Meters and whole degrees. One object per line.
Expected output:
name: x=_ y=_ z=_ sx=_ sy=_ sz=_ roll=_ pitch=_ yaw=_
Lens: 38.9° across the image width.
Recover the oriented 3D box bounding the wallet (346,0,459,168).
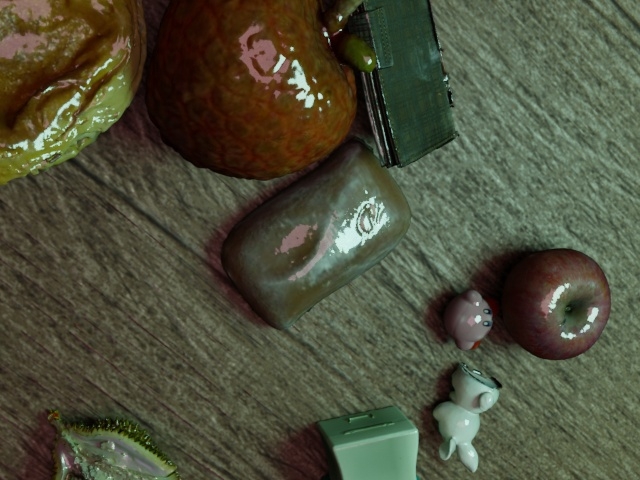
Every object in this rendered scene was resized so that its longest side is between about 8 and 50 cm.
wallet: x=0.090 y=-0.259 z=1.115 sx=0.169 sy=0.044 sz=0.317 roll=-32 pitch=112 yaw=-49

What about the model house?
model house: x=0.069 y=0.314 z=1.216 sx=0.127 sy=0.100 sz=0.149 roll=-9 pitch=99 yaw=-11

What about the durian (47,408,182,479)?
durian: x=-0.272 y=0.290 z=1.140 sx=0.208 sy=0.102 sz=0.146 roll=40 pitch=86 yaw=7

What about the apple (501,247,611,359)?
apple: x=0.316 y=0.083 z=1.226 sx=0.153 sy=0.120 sz=0.153 roll=-4 pitch=99 yaw=-22

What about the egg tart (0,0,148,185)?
egg tart: x=-0.367 y=-0.229 z=0.977 sx=0.352 sy=0.150 sz=0.352 roll=1 pitch=88 yaw=-26

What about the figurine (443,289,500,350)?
figurine: x=0.200 y=0.108 z=1.229 sx=0.067 sy=0.071 sz=0.083 roll=14 pitch=88 yaw=26

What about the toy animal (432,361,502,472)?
toy animal: x=0.200 y=0.242 z=1.251 sx=0.071 sy=0.085 sz=0.124 roll=25 pitch=99 yaw=-33

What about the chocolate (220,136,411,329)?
chocolate: x=0.001 y=-0.001 z=1.156 sx=0.261 sy=0.083 sz=0.161 roll=-40 pitch=104 yaw=-4

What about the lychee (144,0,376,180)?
lychee: x=-0.063 y=-0.202 z=1.028 sx=0.300 sy=0.255 sz=0.255 roll=-22 pitch=104 yaw=7
